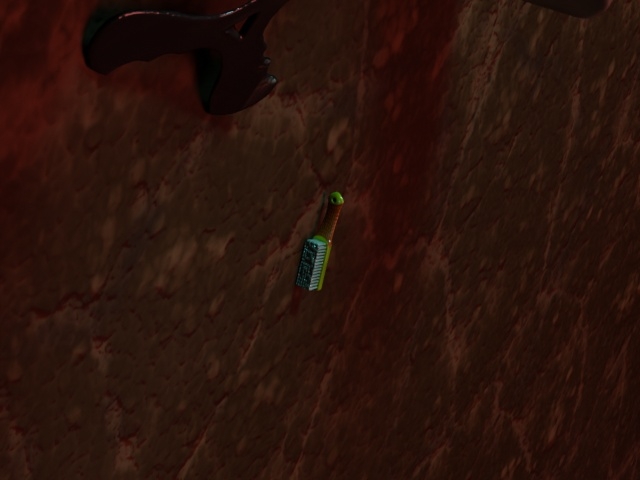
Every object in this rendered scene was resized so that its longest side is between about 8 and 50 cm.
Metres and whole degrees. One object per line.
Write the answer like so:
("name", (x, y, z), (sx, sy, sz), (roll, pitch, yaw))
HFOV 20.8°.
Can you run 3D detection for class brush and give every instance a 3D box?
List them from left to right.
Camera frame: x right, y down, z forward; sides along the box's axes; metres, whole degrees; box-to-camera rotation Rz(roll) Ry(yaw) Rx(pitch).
("brush", (0.000, 0.000, 1.414), (0.021, 0.019, 0.083), (-1, 112, -55))

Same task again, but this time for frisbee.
("frisbee", (-0.039, -0.148, 1.114), (0.187, 0.012, 0.211), (-37, 160, 11))

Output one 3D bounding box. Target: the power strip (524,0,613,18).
("power strip", (0.214, -0.290, 1.337), (0.141, 0.261, 0.229), (-55, 152, -28))
